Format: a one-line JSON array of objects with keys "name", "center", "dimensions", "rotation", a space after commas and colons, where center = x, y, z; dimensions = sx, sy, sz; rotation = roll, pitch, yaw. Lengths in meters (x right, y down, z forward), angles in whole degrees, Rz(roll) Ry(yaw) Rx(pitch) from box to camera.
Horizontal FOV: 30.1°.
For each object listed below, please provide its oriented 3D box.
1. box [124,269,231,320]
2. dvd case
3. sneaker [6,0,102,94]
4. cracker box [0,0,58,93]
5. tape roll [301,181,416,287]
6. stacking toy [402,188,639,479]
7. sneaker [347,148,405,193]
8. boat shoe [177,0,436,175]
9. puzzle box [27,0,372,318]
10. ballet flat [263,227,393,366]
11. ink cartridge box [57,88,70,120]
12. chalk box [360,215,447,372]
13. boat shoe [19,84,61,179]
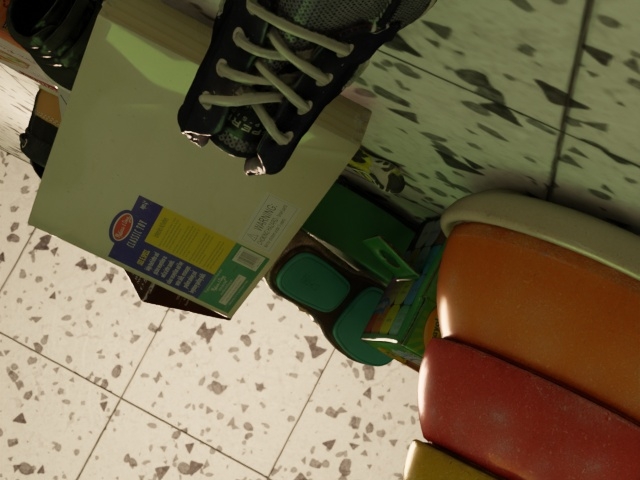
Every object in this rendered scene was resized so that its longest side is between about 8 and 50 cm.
[{"name": "box", "center": [-0.206, -0.008, 1.854], "dimensions": [0.167, 0.168, 0.203], "rotation": [15, -157, -36]}, {"name": "dvd case", "center": [0.092, -0.022, 1.631], "dimensions": [0.221, 0.018, 0.164], "rotation": [31, 171, -16]}, {"name": "sneaker", "center": [-0.214, -0.191, 1.257], "dimensions": [0.295, 0.104, 0.147], "rotation": [23, 168, 25]}, {"name": "cracker box", "center": [-0.396, -0.271, 1.494], "dimensions": [0.155, 0.067, 0.232], "rotation": [28, 173, 5]}, {"name": "tape roll", "center": [-0.005, -0.018, 1.640], "dimensions": [0.321, 0.077, 0.321], "rotation": [28, 171, 5]}, {"name": "stacking toy", "center": [0.190, 0.222, 1.166], "dimensions": [0.350, 0.480, 0.350], "rotation": [27, 172, 4]}, {"name": "sneaker", "center": [0.059, -0.082, 1.329], "dimensions": [0.083, 0.031, 0.035], "rotation": [33, -175, -10]}, {"name": "boat shoe", "center": [-0.012, -0.127, 0.772], "dimensions": [0.127, 0.158, 0.340], "rotation": [28, 173, -5]}, {"name": "puzzle box", "center": [-0.148, -0.072, 1.259], "dimensions": [0.272, 0.052, 0.409], "rotation": [26, 146, -9]}, {"name": "ballet flat", "center": [0.012, 0.059, 1.528], "dimensions": [0.106, 0.107, 0.316], "rotation": [46, 179, 40]}, {"name": "ink cartridge box", "center": [-0.272, -0.153, 1.457], "dimensions": [0.097, 0.046, 0.207], "rotation": [23, 128, 33]}, {"name": "chalk box", "center": [0.174, 0.084, 1.443], "dimensions": [0.289, 0.179, 0.180], "rotation": [29, 172, -9]}, {"name": "boat shoe", "center": [-0.409, -0.149, 2.028], "dimensions": [0.187, 0.156, 0.500], "rotation": [26, 174, 0]}]
